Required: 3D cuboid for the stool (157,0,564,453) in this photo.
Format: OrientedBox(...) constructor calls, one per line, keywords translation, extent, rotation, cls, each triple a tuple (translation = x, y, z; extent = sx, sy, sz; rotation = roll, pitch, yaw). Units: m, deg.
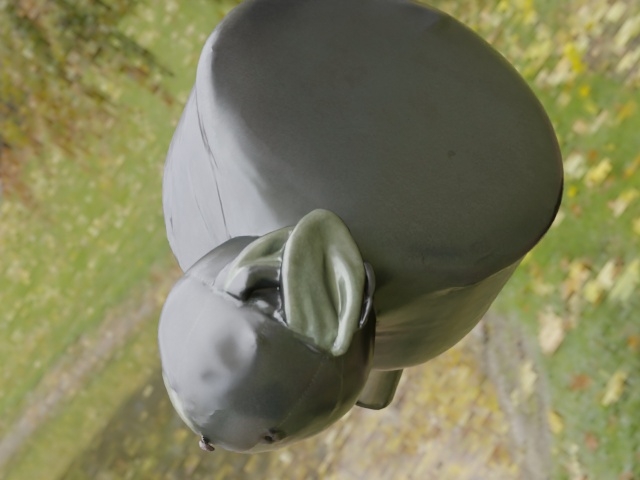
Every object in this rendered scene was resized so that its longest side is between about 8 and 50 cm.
OrientedBox(translation=(-0.007, -0.006, 0.643), extent=(0.228, 0.153, 0.139), rotation=(-33, -18, -40), cls="stool")
